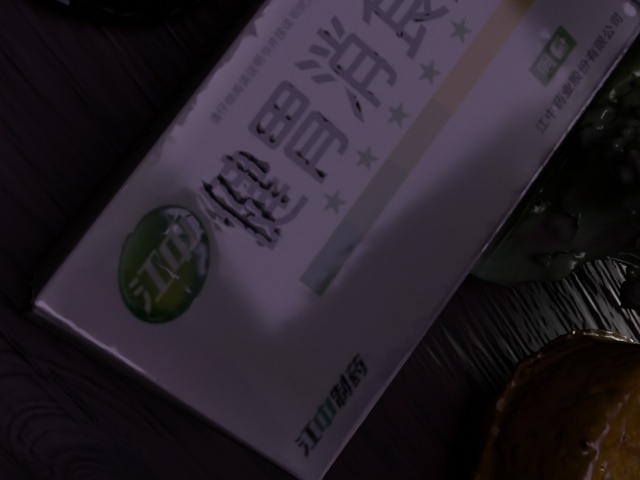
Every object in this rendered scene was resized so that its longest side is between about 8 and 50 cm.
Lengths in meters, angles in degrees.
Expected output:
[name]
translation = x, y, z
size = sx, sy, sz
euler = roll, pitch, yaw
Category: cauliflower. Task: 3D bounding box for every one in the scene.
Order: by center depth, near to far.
[cauliflower]
translation = 0.210, -0.033, 0.581
size = 0.239, 0.315, 0.256
euler = 45, 22, -47

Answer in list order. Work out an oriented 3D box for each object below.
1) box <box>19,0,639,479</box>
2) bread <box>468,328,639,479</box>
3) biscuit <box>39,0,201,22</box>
[box]
translation = 0.001, -0.050, 0.433
size = 0.173, 0.145, 0.333
euler = 38, 85, -17
[bread]
translation = 0.239, 0.195, 0.619
size = 0.268, 0.146, 0.268
euler = 3, 84, -29
[biscuit]
translation = -0.125, -0.227, 0.459
size = 0.195, 0.053, 0.194
euler = 1, 89, -31
